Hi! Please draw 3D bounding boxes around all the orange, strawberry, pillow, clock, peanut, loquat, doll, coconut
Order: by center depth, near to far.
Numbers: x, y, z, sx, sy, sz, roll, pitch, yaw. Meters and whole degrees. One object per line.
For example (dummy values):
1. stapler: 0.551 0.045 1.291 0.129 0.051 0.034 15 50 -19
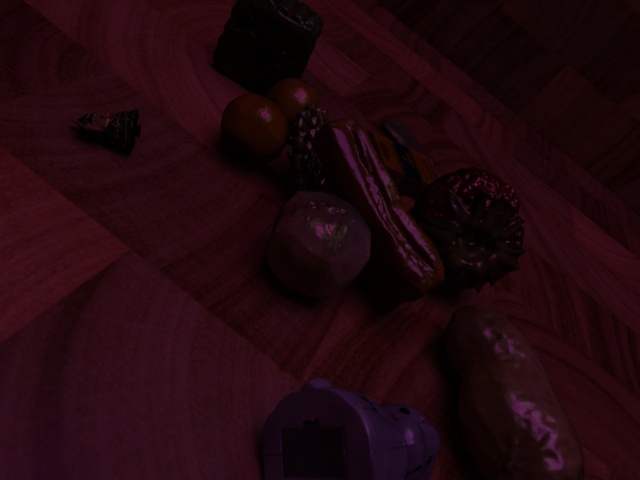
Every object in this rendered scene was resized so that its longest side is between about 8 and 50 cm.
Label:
1. clock: 0.070 0.290 0.656 0.254 0.189 0.189 24 37 -44
2. coconut: -0.001 0.002 0.850 0.194 0.194 0.194 23 40 -21
3. doll: -0.376 -0.190 0.858 0.113 0.076 0.078 -8 24 -11
4. peanut: 0.320 0.280 0.861 0.192 0.169 0.387 17 38 -20
5. orange: -0.141 -0.230 1.016 0.156 0.156 0.134 45 58 8
6. strawberry: 0.318 -0.041 1.152 0.292 0.292 0.343 30 14 -12
7. loquat: -0.069 -0.329 1.183 0.141 0.141 0.141 23 40 -21
8. pillow: 0.283 -0.311 1.547 0.130 0.033 0.217 -9 58 -42

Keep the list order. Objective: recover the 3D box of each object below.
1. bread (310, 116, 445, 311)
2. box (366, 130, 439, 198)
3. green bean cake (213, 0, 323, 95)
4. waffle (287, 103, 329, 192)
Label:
1. bread: 0.093 -0.049 0.950 0.109 0.185 0.380 -26 84 -29
2. box: 0.227 -0.203 1.363 0.237 0.070 0.152 18 42 -29
3. green bean cake: -0.129 -0.499 1.213 0.222 0.248 0.125 27 39 -11
4. waffle: -0.015 -0.188 1.060 0.054 0.214 0.208 1 18 24
